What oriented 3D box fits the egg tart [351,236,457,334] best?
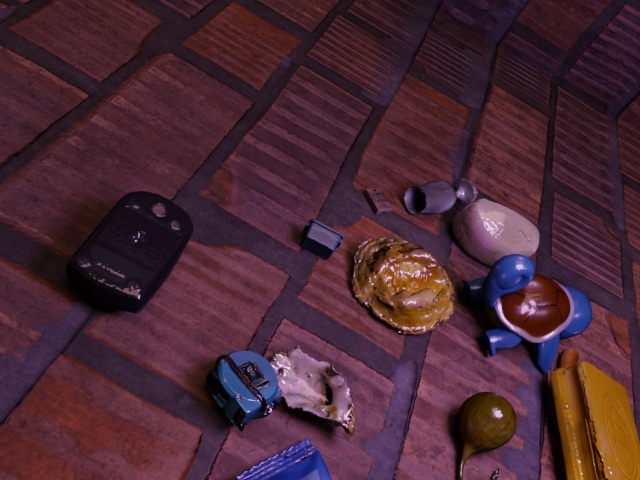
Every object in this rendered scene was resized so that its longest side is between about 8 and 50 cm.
[{"bbox_3d":[0.219,0.093,1.477,0.297,0.132,0.297,11,51,-14],"label":"egg tart"}]

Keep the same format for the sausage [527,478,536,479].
[{"bbox_3d":[0.537,0.588,1.235,0.302,0.076,0.103,24,83,-12],"label":"sausage"}]

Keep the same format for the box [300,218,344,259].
[{"bbox_3d":[0.000,0.000,1.469,0.099,0.074,0.054,28,54,-5],"label":"box"}]

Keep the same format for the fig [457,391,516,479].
[{"bbox_3d":[0.334,0.438,1.267,0.124,0.124,0.236,33,67,0],"label":"fig"}]

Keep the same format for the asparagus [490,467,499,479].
[{"bbox_3d":[0.345,0.539,1.228,0.016,0.016,0.163,16,39,21],"label":"asparagus"}]

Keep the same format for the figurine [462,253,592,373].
[{"bbox_3d":[0.518,0.164,1.542,0.416,0.243,0.298,26,30,-37],"label":"figurine"}]

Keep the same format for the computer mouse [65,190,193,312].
[{"bbox_3d":[-0.381,0.023,1.209,0.170,0.100,0.269,28,48,-1],"label":"computer mouse"}]

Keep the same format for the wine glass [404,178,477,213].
[{"bbox_3d":[0.356,-0.127,1.762,0.222,0.103,0.103,-10,58,-35],"label":"wine glass"}]

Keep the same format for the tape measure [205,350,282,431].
[{"bbox_3d":[-0.144,0.277,1.135,0.146,0.081,0.125,47,35,18],"label":"tape measure"}]

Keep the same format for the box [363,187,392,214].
[{"bbox_3d":[0.164,-0.111,1.691,0.053,0.024,0.083,-6,57,-33],"label":"box"}]

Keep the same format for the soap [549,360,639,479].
[{"bbox_3d":[0.651,0.462,1.378,0.204,0.096,0.324,31,44,-23],"label":"soap"}]

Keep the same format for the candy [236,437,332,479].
[{"bbox_3d":[-0.006,0.513,1.012,0.187,0.077,0.331,-8,57,-43],"label":"candy"}]

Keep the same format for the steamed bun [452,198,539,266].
[{"bbox_3d":[0.494,-0.005,1.692,0.238,0.170,0.152,24,64,-9],"label":"steamed bun"}]

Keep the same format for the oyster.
[{"bbox_3d":[-0.013,0.301,1.203,0.209,0.072,0.133,16,49,11],"label":"oyster"}]

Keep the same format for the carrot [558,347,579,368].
[{"bbox_3d":[0.640,0.345,1.547,0.048,0.048,0.139,36,46,3],"label":"carrot"}]
